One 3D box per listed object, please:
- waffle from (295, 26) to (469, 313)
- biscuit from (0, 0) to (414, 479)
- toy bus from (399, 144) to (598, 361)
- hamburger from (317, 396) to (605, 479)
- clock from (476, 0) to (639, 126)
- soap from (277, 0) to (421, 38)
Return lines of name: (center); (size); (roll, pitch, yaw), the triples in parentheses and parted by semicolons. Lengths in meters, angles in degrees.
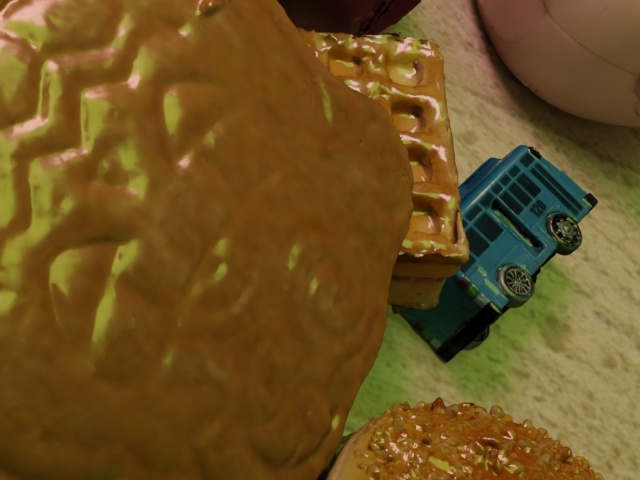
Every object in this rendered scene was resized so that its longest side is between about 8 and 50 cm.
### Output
waffle: (-0.056, -0.062, 1.153); (0.308, 0.091, 0.213); (5, 56, -14)
biscuit: (-0.104, 0.002, 0.937); (0.365, 0.062, 0.385); (40, 61, -26)
toy bus: (0.141, 0.004, 1.284); (0.106, 0.090, 0.185); (44, 48, 4)
hamburger: (0.104, 0.247, 1.040); (0.302, 0.170, 0.302); (17, 52, -23)
clock: (0.338, -0.264, 1.484); (0.377, 0.250, 0.368); (1, 59, -25)
soap: (-0.031, -0.325, 1.367); (0.325, 0.127, 0.220); (47, 46, 4)
